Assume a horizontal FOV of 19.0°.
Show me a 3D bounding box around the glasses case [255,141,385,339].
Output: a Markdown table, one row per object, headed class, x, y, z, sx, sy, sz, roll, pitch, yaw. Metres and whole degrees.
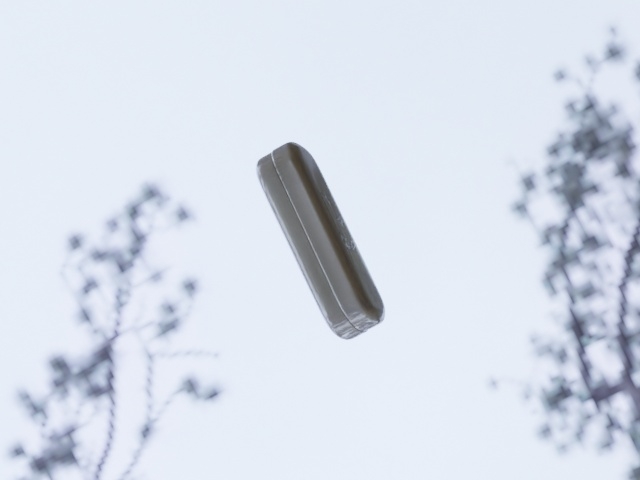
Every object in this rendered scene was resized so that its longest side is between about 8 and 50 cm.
| class | x | y | z | sx | sy | sz | roll | pitch | yaw |
| --- | --- | --- | --- | --- | --- | --- | --- | --- | --- |
| glasses case | 0.000 | 0.000 | 1.832 | 0.196 | 0.050 | 0.083 | 64 | -164 | 8 |
